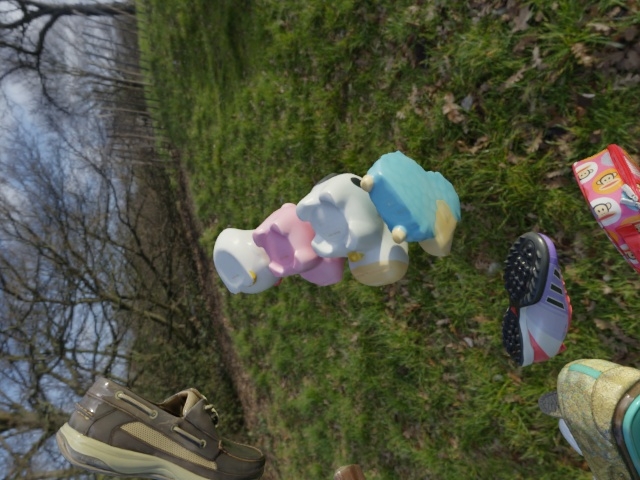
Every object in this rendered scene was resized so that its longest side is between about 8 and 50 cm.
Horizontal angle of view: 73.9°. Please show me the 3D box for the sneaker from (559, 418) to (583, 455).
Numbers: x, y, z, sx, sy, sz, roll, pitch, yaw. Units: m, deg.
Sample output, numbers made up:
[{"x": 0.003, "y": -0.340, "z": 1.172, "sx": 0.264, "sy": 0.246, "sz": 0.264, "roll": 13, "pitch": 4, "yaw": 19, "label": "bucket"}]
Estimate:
[{"x": 0.583, "y": 0.417, "z": 0.844, "sx": 0.212, "sy": 0.080, "sz": 0.094, "roll": 39, "pitch": 163, "yaw": 44, "label": "sneaker"}]

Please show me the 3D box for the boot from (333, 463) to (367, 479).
[{"x": 0.068, "y": 0.323, "z": 0.522, "sx": 0.037, "sy": 0.106, "sz": 0.114, "roll": -46, "pitch": 55, "yaw": 11, "label": "boot"}]

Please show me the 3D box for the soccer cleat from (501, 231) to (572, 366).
[{"x": 0.423, "y": 0.111, "z": 0.814, "sx": 0.108, "sy": 0.116, "sz": 0.318, "roll": -102, "pitch": 0, "yaw": -57, "label": "soccer cleat"}]

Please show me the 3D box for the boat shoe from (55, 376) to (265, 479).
[{"x": -0.220, "y": 0.313, "z": 0.689, "sx": 0.132, "sy": 0.355, "sz": 0.130, "roll": -1, "pitch": 63, "yaw": 47, "label": "boat shoe"}]

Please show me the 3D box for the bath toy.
[{"x": 0.000, "y": 0.000, "z": 0.567, "sx": 0.348, "sy": 0.129, "sz": 0.151, "roll": -17, "pitch": 103, "yaw": 42, "label": "bath toy"}]

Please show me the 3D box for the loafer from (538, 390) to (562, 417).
[{"x": 0.506, "y": 0.325, "z": 0.829, "sx": 0.050, "sy": 0.148, "sz": 0.056, "roll": 61, "pitch": -151, "yaw": -46, "label": "loafer"}]

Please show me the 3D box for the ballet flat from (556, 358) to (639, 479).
[{"x": 0.387, "y": 0.287, "z": 0.527, "sx": 0.348, "sy": 0.123, "sz": 0.123, "roll": 61, "pitch": 165, "yaw": -15, "label": "ballet flat"}]

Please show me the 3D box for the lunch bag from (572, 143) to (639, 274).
[{"x": 0.693, "y": -0.046, "z": 0.947, "sx": 0.120, "sy": 0.293, "sz": 0.258, "roll": -32, "pitch": 28, "yaw": 38, "label": "lunch bag"}]
